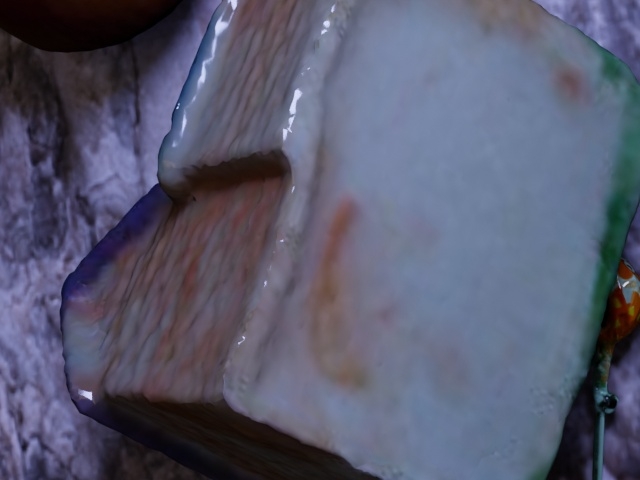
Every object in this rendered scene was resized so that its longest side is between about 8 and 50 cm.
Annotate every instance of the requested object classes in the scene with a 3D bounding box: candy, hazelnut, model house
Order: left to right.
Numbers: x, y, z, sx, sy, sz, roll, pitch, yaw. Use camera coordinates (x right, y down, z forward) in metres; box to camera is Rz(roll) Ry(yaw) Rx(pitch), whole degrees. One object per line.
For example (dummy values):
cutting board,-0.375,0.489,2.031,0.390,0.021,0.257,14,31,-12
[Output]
hazelnut,-0.174,-0.227,1.235,0.208,0.208,0.208,-2,87,31
model house,0.000,0.000,1.113,0.280,0.245,0.312,-9,58,60
candy,0.168,0.097,1.115,0.055,0.049,0.184,14,106,62
